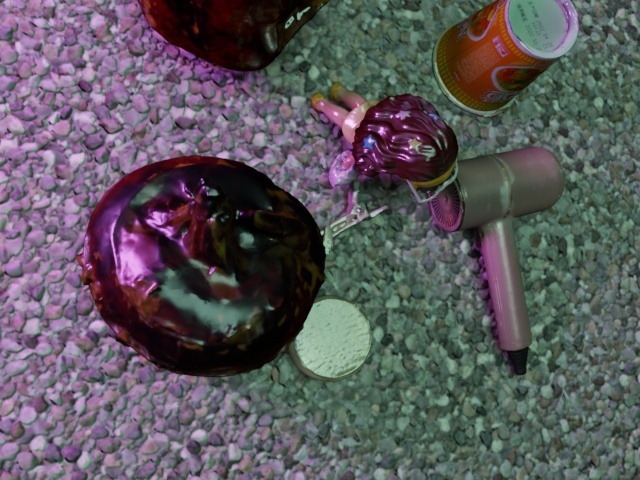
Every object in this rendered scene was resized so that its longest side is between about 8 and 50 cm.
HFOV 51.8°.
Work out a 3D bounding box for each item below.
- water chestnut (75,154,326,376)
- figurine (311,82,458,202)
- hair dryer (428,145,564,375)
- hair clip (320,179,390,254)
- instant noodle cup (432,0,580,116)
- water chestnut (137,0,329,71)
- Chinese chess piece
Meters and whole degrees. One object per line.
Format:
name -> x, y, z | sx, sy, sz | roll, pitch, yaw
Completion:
water chestnut -> -0.135, 0.022, 0.791 | 0.300, 0.300, 0.299 | 2, 83, -16
figurine -> 0.089, -0.149, 0.931 | 0.175, 0.240, 0.115 | -38, 136, -20
hair dryer -> 0.291, 0.036, 1.014 | 0.190, 0.107, 0.344 | -13, 96, -19
hair clip -> 0.000, 0.000, 0.955 | 0.226, 0.034, 0.072 | -42, 92, -15
instant noodle cup -> 0.283, -0.293, 0.993 | 0.169, 0.185, 0.168 | 2, 83, -15
water chestnut -> -0.108, -0.373, 0.866 | 0.244, 0.289, 0.288 | 22, 76, -45
Chinese chess piece -> 0.013, 0.138, 0.933 | 0.122, 0.051, 0.122 | 2, 82, -14
